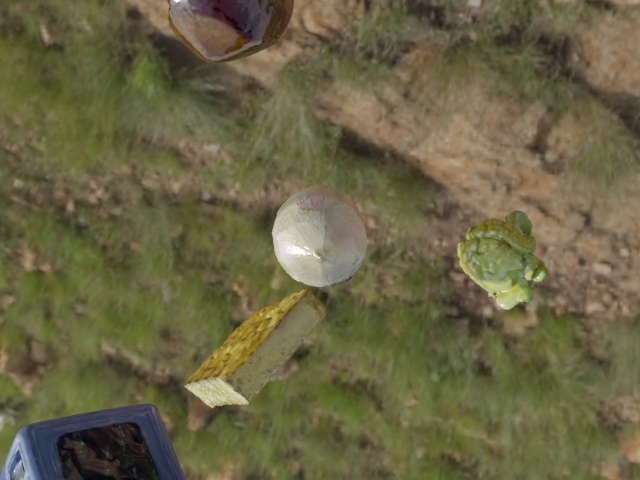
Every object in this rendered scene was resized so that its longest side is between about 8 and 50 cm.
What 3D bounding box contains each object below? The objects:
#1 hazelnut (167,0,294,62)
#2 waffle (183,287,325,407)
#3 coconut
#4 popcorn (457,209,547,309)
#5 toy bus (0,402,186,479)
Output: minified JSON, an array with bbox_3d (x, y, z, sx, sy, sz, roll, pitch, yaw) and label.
[{"bbox_3d":[-0.122,-0.310,1.325,0.201,0.170,0.161,29,141,65],"label":"hazelnut"},{"bbox_3d":[-0.093,0.154,1.426,0.057,0.168,0.274,46,159,-5],"label":"waffle"},{"bbox_3d":[0.000,0.000,1.145,0.110,0.124,0.110,1,111,3],"label":"coconut"},{"bbox_3d":[0.288,0.030,1.675,0.135,0.162,0.141,7,175,-27],"label":"popcorn"},{"bbox_3d":[-0.112,0.252,0.637,0.125,0.292,0.133,-6,140,-30],"label":"toy bus"}]
